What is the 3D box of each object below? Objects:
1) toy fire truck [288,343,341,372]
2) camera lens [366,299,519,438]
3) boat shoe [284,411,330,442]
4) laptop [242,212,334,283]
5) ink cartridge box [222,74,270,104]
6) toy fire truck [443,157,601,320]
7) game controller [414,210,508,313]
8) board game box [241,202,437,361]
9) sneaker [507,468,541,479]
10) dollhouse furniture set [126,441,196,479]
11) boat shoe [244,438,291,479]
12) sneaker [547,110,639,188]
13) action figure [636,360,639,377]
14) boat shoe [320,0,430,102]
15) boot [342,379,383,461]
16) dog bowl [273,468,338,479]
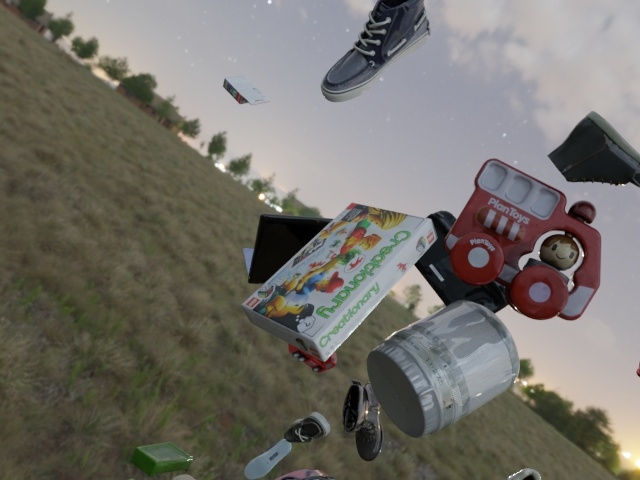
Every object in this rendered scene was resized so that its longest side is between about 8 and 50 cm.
[{"bbox_3d":[0.001,0.237,1.247,0.192,0.135,0.047,46,29,-40],"label":"toy fire truck"},{"bbox_3d":[0.267,0.270,1.161,0.219,0.274,0.219,47,-31,40],"label":"camera lens"},{"bbox_3d":[-0.043,0.576,1.617,0.077,0.070,0.219,55,-36,7],"label":"boat shoe"},{"bbox_3d":[0.000,0.000,1.446,0.382,0.408,0.236,3,50,-13],"label":"laptop"},{"bbox_3d":[-0.184,-0.364,1.334,0.063,0.029,0.115,-23,62,-39],"label":"ink cartridge box"},{"bbox_3d":[0.404,0.006,1.051,0.302,0.253,0.169,30,3,16],"label":"toy fire truck"},{"bbox_3d":[0.342,0.061,1.370,0.319,0.166,0.067,56,2,33],"label":"game controller"},{"bbox_3d":[0.034,0.055,0.924,0.193,0.305,0.053,16,-39,45],"label":"board game box"},{"bbox_3d":[0.521,0.697,1.380,0.103,0.111,0.252,10,40,10],"label":"sneaker"},{"bbox_3d":[-0.379,0.697,1.408,0.302,0.197,0.151,21,-7,27],"label":"dollhouse furniture set"},{"bbox_3d":[-0.182,0.755,1.852,0.065,0.183,0.083,56,-20,9],"label":"boat shoe"},{"bbox_3d":[0.536,-0.126,1.005,0.222,0.118,0.083,42,24,-5],"label":"sneaker"},{"bbox_3d":[0.695,0.303,1.088,0.091,0.280,0.139,-2,-19,39],"label":"action figure"},{"bbox_3d":[0.127,-0.499,1.335,0.127,0.340,0.158,43,-12,29],"label":"boat shoe"},{"bbox_3d":[0.115,0.534,1.580,0.091,0.262,0.229,0,-7,22],"label":"boot"},{"bbox_3d":[-0.072,0.697,1.208,0.150,0.408,0.408,38,1,45],"label":"dog bowl"}]
